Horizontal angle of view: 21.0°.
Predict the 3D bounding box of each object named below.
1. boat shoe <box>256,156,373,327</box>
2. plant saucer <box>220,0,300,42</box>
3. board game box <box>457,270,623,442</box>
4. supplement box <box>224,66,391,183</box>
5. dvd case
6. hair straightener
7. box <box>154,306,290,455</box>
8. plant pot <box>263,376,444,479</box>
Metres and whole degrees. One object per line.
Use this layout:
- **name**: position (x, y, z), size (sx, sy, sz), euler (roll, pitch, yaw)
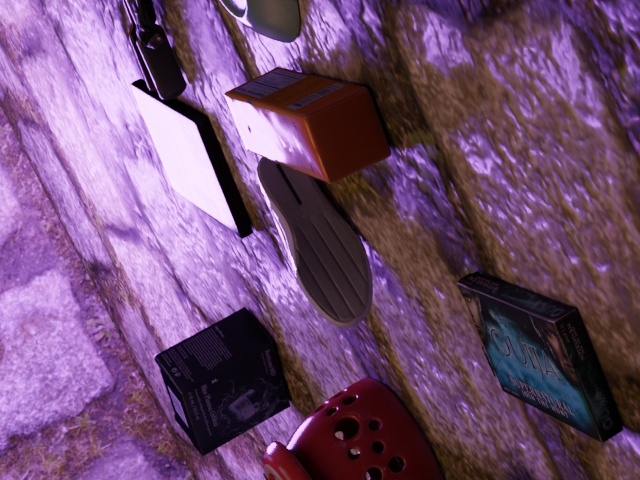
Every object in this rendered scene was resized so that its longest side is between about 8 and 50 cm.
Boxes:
- **boat shoe**: position (0.000, 0.000, 1.932), size (0.076, 0.083, 0.226), euler (69, 178, -69)
- **plant saucer**: position (-0.087, -0.282, 1.761), size (0.195, 0.037, 0.195), euler (54, 162, 26)
- **board game box**: position (0.196, 0.102, 1.565), size (0.126, 0.026, 0.186), euler (66, 164, -18)
- **supplement box**: position (-0.017, -0.120, 1.748), size (0.233, 0.080, 0.078), euler (28, 141, 66)
- **dvd case**: position (-0.178, -0.116, 2.359), size (0.253, 0.022, 0.180), euler (34, 148, 59)
- **hair straightener**: position (-0.212, -0.276, 2.165), size (0.089, 0.047, 0.230), euler (41, 150, 50)
- **box**: position (-0.144, 0.209, 2.559), size (0.093, 0.158, 0.156), euler (48, 160, 41)
- **plant pot**: position (0.036, 0.291, 2.127), size (0.191, 0.174, 0.191), euler (54, 165, 21)
